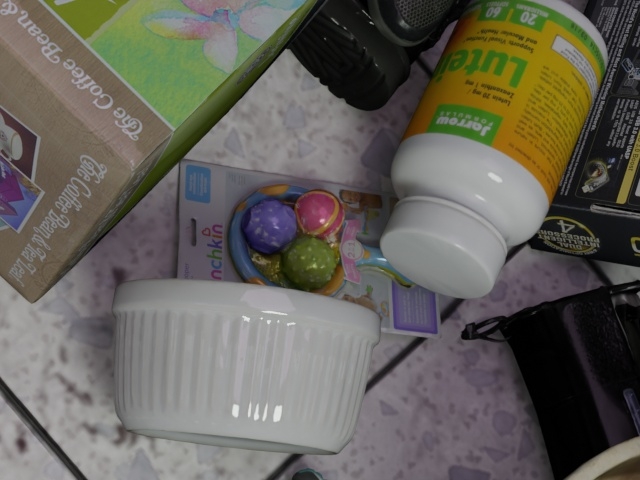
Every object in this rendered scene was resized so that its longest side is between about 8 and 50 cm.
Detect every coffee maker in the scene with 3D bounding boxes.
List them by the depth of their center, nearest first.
[{"bbox_3d":[0.226,0.142,1.313,0.171,0.120,0.178,-16,77,-2],"label":"coffee maker"}]

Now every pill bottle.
[{"bbox_3d":[0.141,-0.080,1.279,0.136,0.136,0.246,30,65,-10],"label":"pill bottle"}]

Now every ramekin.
[{"bbox_3d":[-0.061,0.100,1.152,0.207,0.207,0.109,10,79,-19],"label":"ramekin"}]

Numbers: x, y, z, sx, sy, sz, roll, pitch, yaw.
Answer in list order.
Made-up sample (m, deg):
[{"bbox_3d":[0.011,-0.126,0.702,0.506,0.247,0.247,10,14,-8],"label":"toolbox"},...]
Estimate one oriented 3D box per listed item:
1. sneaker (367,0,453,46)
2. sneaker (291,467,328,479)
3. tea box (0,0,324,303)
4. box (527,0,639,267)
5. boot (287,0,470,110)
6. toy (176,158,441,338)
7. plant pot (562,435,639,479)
[{"bbox_3d":[0.122,-0.267,1.257,0.087,0.130,0.228,38,73,-21],"label":"sneaker"},{"bbox_3d":[-0.013,0.263,1.192,0.076,0.065,0.167,-3,72,-19],"label":"sneaker"},{"bbox_3d":[-0.154,-0.168,1.127,0.220,0.329,0.323,43,62,-4],"label":"tea box"},{"bbox_3d":[0.385,-0.151,1.375,0.318,0.097,0.395,9,60,27],"label":"box"},{"bbox_3d":[0.019,-0.315,1.350,0.348,0.131,0.260,48,67,-18],"label":"boot"},{"bbox_3d":[0.000,0.000,1.284,0.237,0.056,0.137,10,61,-21],"label":"toy"},{"bbox_3d":[0.209,0.330,1.121,0.333,0.305,0.334,7,71,-20],"label":"plant pot"}]
